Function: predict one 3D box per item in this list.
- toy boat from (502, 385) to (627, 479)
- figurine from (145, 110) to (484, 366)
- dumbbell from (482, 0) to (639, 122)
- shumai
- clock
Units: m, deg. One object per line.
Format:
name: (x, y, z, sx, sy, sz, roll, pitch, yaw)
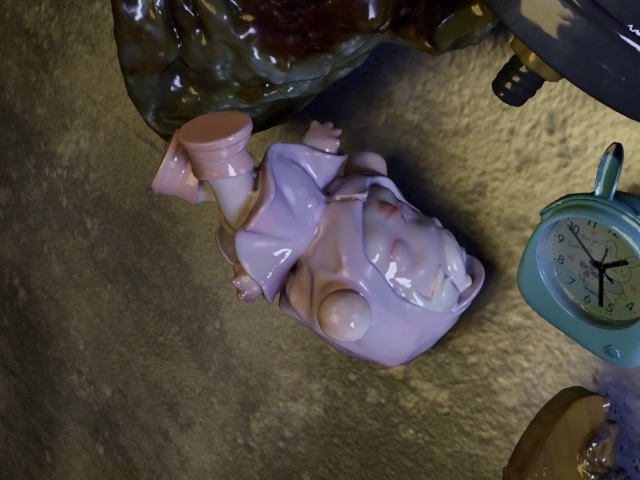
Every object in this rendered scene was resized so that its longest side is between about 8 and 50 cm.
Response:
toy boat: (0.212, 0.259, 0.546, 0.122, 0.089, 0.320, -13, 89, -3)
figurine: (0.000, 0.001, 0.613, 0.276, 0.200, 0.133, 33, 128, -18)
dumbbell: (0.223, -0.220, 0.415, 0.185, 0.185, 0.388, 54, 126, 19)
shumai: (0.010, -0.210, 0.608, 0.289, 0.292, 0.329, 7, 117, 0)
clock: (0.194, 0.010, 0.535, 0.108, 0.045, 0.147, 38, 143, 31)
